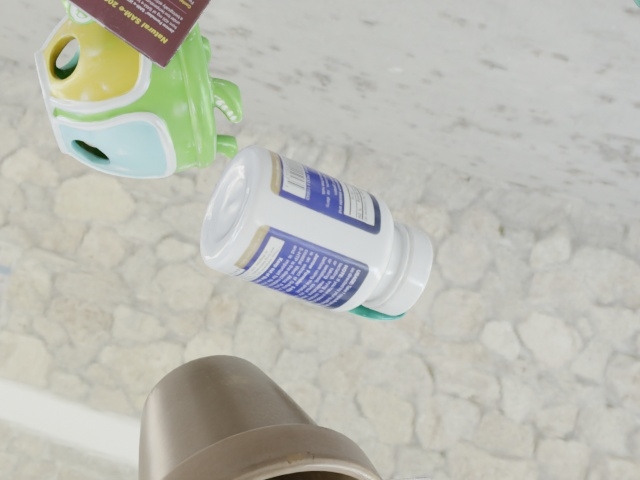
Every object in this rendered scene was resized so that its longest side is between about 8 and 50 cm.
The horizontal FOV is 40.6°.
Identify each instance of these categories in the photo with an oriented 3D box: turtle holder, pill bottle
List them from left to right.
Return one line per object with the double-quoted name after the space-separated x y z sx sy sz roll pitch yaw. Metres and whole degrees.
-0.228 -0.198 1.075 0.227 0.243 0.320 -13 -177 -11 "turtle holder"
0.000 0.000 0.761 0.186 0.112 0.112 22 174 -25 "pill bottle"

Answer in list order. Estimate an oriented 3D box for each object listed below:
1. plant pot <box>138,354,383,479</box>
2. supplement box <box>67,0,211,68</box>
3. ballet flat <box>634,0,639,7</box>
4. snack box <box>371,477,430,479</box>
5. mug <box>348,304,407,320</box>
-0.086 0.242 0.897 0.263 0.263 0.229 19 -157 -34 "plant pot"
-0.116 -0.282 0.730 0.130 0.239 0.073 35 -166 -15 "supplement box"
0.475 -0.348 1.215 0.070 0.188 0.070 -3 137 -3 "ballet flat"
0.003 0.230 0.702 0.178 0.064 0.022 -2 161 -3 "snack box"
0.077 0.058 1.354 0.129 0.097 0.157 24 155 -18 "mug"
